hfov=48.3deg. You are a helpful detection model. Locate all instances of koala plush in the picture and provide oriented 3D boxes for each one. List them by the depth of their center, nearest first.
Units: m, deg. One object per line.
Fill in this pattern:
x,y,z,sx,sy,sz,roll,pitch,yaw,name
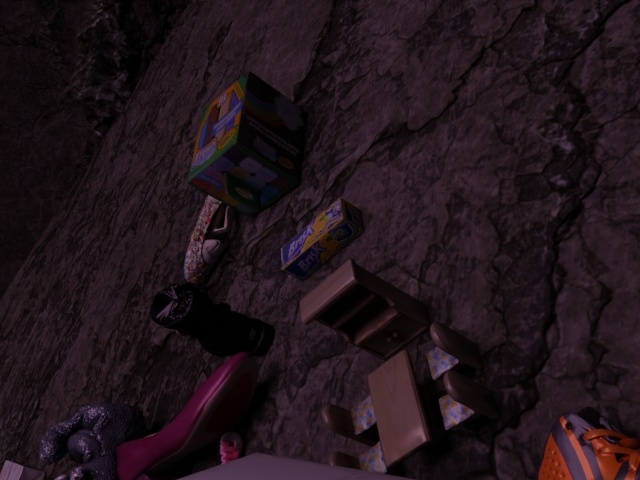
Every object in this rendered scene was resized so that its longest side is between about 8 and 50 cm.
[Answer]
-0.438,0.457,1.424,0.203,0.196,0.221,-40,31,12,koala plush

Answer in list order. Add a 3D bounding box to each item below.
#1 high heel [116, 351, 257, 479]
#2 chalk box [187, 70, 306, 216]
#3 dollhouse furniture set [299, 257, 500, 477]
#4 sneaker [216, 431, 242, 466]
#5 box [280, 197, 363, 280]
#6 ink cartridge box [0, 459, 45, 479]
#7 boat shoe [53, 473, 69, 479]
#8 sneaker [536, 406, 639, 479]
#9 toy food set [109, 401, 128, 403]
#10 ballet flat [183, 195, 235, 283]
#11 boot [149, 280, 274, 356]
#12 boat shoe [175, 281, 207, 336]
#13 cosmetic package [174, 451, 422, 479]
-0.258,0.316,1.293,0.181,0.127,0.377,42,104,33,high heel
-0.161,-0.183,1.556,0.179,0.180,0.289,-30,41,39,chalk box
0.077,0.170,0.943,0.212,0.161,0.242,-42,36,27,dollhouse furniture set
-0.163,0.393,1.226,0.057,0.047,0.119,129,155,-53,sneaker
0.000,0.000,1.297,0.169,0.054,0.059,-41,36,30,box
-0.815,0.656,1.902,0.198,0.067,0.115,-13,55,51,ink cartridge box
-0.640,0.607,1.734,0.100,0.035,0.035,-44,62,18,boat shoe
0.307,0.196,0.632,0.321,0.124,0.180,-48,34,19,sneaker
-0.500,0.446,1.666,0.192,0.038,0.133,-18,58,41,toy food set
-0.249,-0.015,1.643,0.077,0.091,0.241,1,67,31,ballet flat
-0.232,0.148,1.358,0.246,0.207,0.094,-3,62,55,boot
-0.292,0.157,1.593,0.045,0.050,0.135,-27,34,46,boat shoe
-0.021,0.382,0.852,0.365,0.155,0.197,-10,89,52,cosmetic package
